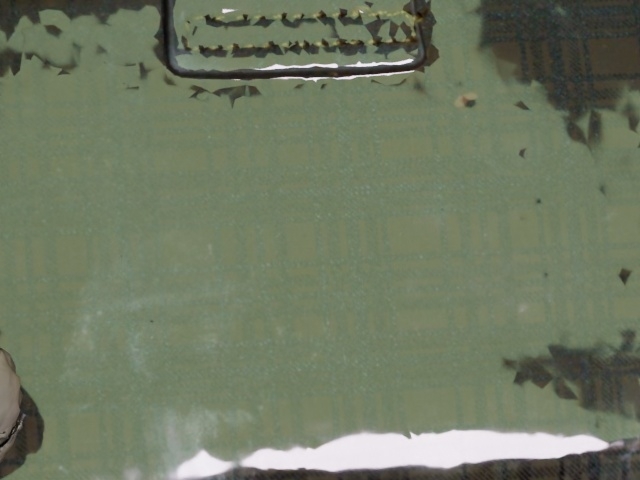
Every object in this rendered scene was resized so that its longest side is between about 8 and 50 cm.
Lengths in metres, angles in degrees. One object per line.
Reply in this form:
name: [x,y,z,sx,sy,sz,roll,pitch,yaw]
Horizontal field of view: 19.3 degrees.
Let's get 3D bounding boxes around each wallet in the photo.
wallet: [0.000,0.000,0.514,0.317,0.044,0.169,-6,81,-9]

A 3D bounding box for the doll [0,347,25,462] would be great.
doll: [-0.214,0.016,0.405,0.278,0.175,0.149,-17,61,-2]
